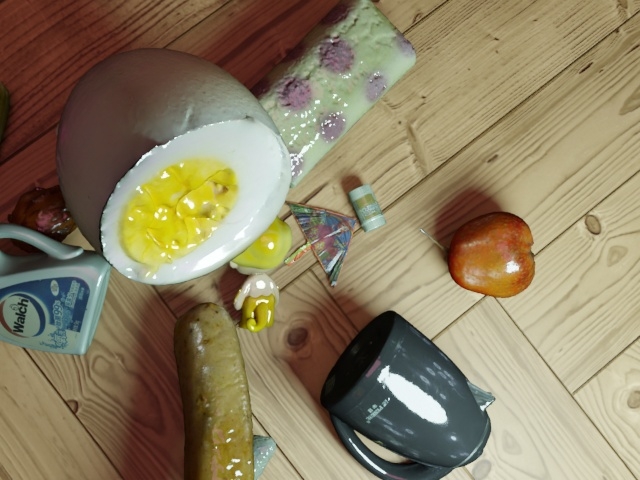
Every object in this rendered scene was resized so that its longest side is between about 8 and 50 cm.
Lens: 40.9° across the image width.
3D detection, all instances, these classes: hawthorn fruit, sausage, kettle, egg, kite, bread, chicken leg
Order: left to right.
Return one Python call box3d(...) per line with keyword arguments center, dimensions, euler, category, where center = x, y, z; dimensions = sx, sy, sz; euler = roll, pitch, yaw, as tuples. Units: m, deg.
box3d(center=(-0.430, -0.089, 1.551), dimensions=(0.304, 0.093, 0.113), euler=(-37, 78, -13), category="chicken leg")
box3d(center=(-0.270, -0.154, 1.408), dimensions=(0.354, 0.354, 0.340), euler=(-34, 58, -8), category="egg")
box3d(center=(-0.178, 0.346, 1.459), dimensions=(0.136, 0.123, 0.501), euler=(-12, 71, 17), category="sausage")
box3d(center=(0.000, 0.000, 1.620), dimensions=(0.159, 0.010, 0.190), euler=(-27, 86, -6), category="kite")
box3d(center=(0.003, -0.277, 1.576), dimensions=(0.187, 0.155, 0.338), euler=(46, 81, -4), category="bread")
box3d(center=(0.153, 0.309, 1.530), dimensions=(0.290, 0.207, 0.268), euler=(38, 111, -10), category="kettle")
box3d(center=(0.293, 0.027, 1.589), dimensions=(0.203, 0.162, 0.162), euler=(-5, 84, 16), category="hawthorn fruit")

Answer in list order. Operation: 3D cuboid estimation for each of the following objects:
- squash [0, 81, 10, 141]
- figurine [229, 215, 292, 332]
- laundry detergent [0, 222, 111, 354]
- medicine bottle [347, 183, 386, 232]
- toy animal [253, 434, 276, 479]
box3d(center=(-0.613, -0.175, 1.544), dimensions=(0.069, 0.069, 0.239), euler=(16, 83, -4), category="squash")
box3d(center=(-0.117, 0.037, 1.554), dimensions=(0.156, 0.131, 0.246), euler=(-7, 98, -26), category="figurine")
box3d(center=(-0.518, 0.076, 1.485), dimensions=(0.280, 0.105, 0.215), euler=(18, 112, -4), category="laundry detergent")
box3d(center=(0.088, -0.060, 1.616), dimensions=(0.047, 0.047, 0.083), euler=(-24, 87, -8), category="medicine bottle")
box3d(center=(-0.183, 0.431, 1.536), dimensions=(0.253, 0.070, 0.079), euler=(-34, 53, 3), category="toy animal")
